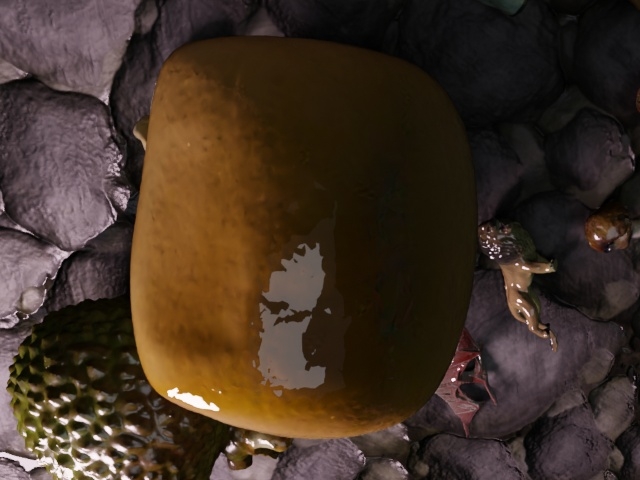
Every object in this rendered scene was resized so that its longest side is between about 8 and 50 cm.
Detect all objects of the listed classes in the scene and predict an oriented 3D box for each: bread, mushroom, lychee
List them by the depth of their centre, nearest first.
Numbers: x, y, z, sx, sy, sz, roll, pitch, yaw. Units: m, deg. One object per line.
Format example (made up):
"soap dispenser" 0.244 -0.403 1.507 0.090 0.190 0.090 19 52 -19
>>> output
"bread" 0.000 0.000 0.742 0.347 0.253 0.377 9 88 -33
"lychee" -0.203 0.193 0.879 0.320 0.270 0.270 45 105 0
"mushroom" 0.416 -0.031 0.931 0.186 0.061 0.060 -13 128 -10

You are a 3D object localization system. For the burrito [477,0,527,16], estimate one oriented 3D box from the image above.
"burrito" 0.128 -0.332 0.761 0.228 0.089 0.144 14 109 -11

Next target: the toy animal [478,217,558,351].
"toy animal" 0.272 0.053 0.948 0.086 0.069 0.220 -17 110 28

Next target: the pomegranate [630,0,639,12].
"pomegranate" 0.364 -0.305 0.743 0.196 0.196 0.196 -1 114 -3

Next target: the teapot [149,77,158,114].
"teapot" -0.170 -0.141 0.848 0.067 0.057 0.083 30 118 25

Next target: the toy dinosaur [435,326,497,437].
"toy dinosaur" 0.188 0.193 1.021 0.108 0.032 0.220 -11 123 -2

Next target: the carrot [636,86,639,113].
"carrot" 0.490 -0.164 0.871 0.247 0.059 0.059 1 113 -6
